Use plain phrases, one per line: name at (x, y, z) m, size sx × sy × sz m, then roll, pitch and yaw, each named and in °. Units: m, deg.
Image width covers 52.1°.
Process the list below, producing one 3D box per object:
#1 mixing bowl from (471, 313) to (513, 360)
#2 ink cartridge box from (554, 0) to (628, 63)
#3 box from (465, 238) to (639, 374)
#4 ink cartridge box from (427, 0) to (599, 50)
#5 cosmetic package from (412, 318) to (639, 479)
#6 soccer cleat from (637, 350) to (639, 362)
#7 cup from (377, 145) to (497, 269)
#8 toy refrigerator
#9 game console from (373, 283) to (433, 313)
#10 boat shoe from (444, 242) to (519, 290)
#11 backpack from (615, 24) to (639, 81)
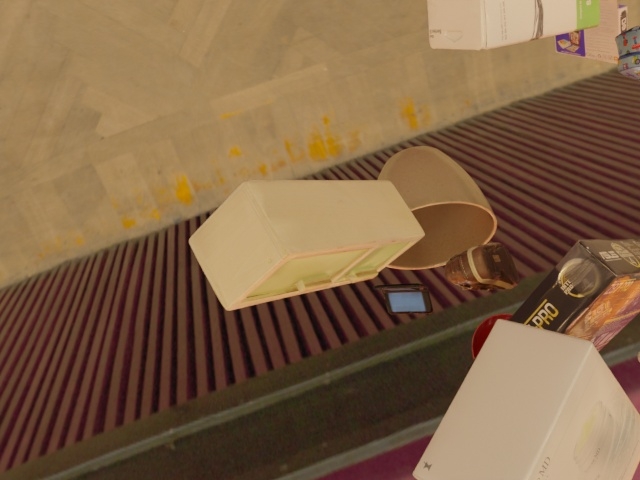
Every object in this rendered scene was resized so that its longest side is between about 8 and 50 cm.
mixing bowl at (0.431, 0.274, 1.532) m, size 0.181 × 0.098 × 0.181 m, roll 1°, pitch 63°, yaw -2°
ink cartridge box at (0.715, -0.585, 1.745) m, size 0.045 × 0.206 × 0.208 m, roll -39°, pitch 131°, yaw -17°
box at (0.483, 0.142, 1.220) m, size 0.395 × 0.097 × 0.318 m, roll -2°, pitch 135°, yaw -47°
ink cartridge box at (0.378, -0.459, 1.303) m, size 0.273 × 0.198 × 0.115 m, roll -16°, pitch 111°, yaw -19°
cosmetic package at (0.265, 0.257, 0.796) m, size 0.225 × 0.138 × 0.224 m, roll 46°, pitch 68°, yaw -32°
soccer cleat at (0.469, 0.121, 0.753) m, size 0.196 × 0.076 × 0.068 m, roll -28°, pitch 144°, yaw 30°
cup at (0.268, -0.103, 1.712) m, size 0.331 × 0.237 × 0.331 m, roll -6°, pitch 149°, yaw -3°
toy refrigerator at (0.000, 0.000, 0.718) m, size 0.102 × 0.269 × 0.094 m, roll -41°, pitch 71°, yaw 30°
game console at (0.205, 0.146, 1.620) m, size 0.122 × 0.107 × 0.071 m, roll -5°, pitch 81°, yaw 27°
boat shoe at (0.311, 0.055, 1.278) m, size 0.095 × 0.257 × 0.095 m, roll -23°, pitch 70°, yaw 26°
backpack at (0.574, -0.293, 1.075) m, size 0.173 × 0.158 × 0.117 m, roll 9°, pitch 98°, yaw -4°
